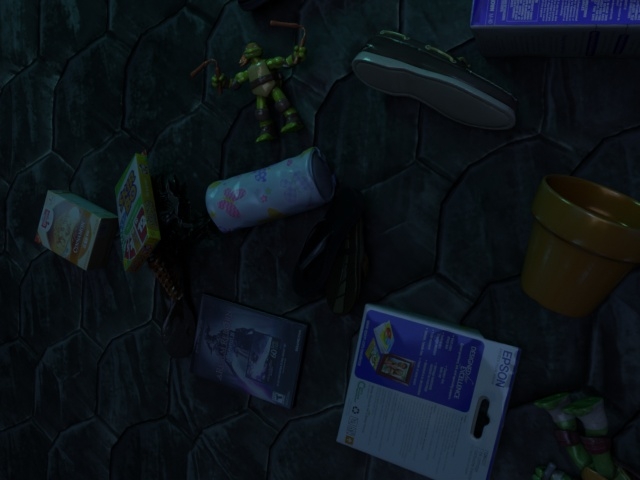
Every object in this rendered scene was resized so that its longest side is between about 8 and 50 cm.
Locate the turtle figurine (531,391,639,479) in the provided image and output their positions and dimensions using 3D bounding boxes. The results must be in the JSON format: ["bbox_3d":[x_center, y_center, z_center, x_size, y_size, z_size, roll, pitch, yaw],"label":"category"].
[{"bbox_3d":[0.427,0.413,0.973,0.274,0.197,0.267,-18,83,19],"label":"turtle figurine"}]

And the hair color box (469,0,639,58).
[{"bbox_3d":[0.429,-0.369,0.926,0.338,0.185,0.110,9,96,21],"label":"hair color box"}]

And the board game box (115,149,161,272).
[{"bbox_3d":[-0.402,-0.071,1.243,0.124,0.039,0.260,-45,47,34],"label":"board game box"}]

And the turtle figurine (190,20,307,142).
[{"bbox_3d":[-0.129,-0.323,1.212,0.269,0.087,0.218,-16,95,14],"label":"turtle figurine"}]

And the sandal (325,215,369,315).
[{"bbox_3d":[0.064,0.046,1.172,0.090,0.060,0.220,-7,75,48],"label":"sandal"}]

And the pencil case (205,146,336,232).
[{"bbox_3d":[-0.108,-0.105,1.203,0.273,0.113,0.124,-17,77,22],"label":"pencil case"}]

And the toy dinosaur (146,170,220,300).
[{"bbox_3d":[-0.333,-0.023,1.279,0.218,0.164,0.322,-31,79,25],"label":"toy dinosaur"}]

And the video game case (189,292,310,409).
[{"bbox_3d":[-0.166,0.247,1.297,0.274,0.026,0.196,13,98,20],"label":"video game case"}]

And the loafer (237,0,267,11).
[{"bbox_3d":[-0.064,-0.577,1.145,0.302,0.095,0.109,-25,43,24],"label":"loafer"}]

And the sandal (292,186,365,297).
[{"bbox_3d":[0.000,-0.001,1.171,0.255,0.054,0.097,-62,38,17],"label":"sandal"}]

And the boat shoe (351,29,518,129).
[{"bbox_3d":[0.220,-0.303,1.058,0.324,0.117,0.097,26,74,20],"label":"boat shoe"}]

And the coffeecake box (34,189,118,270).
[{"bbox_3d":[-0.614,-0.028,1.440,0.185,0.068,0.143,25,103,20],"label":"coffeecake box"}]

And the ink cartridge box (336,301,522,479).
[{"bbox_3d":[0.206,0.304,1.127,0.307,0.072,0.304,14,98,19],"label":"ink cartridge box"}]

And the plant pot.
[{"bbox_3d":[0.432,0.017,0.956,0.205,0.205,0.188,27,118,19],"label":"plant pot"}]

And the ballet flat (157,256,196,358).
[{"bbox_3d":[-0.345,0.153,1.351,0.084,0.058,0.250,-9,96,-16],"label":"ballet flat"}]
